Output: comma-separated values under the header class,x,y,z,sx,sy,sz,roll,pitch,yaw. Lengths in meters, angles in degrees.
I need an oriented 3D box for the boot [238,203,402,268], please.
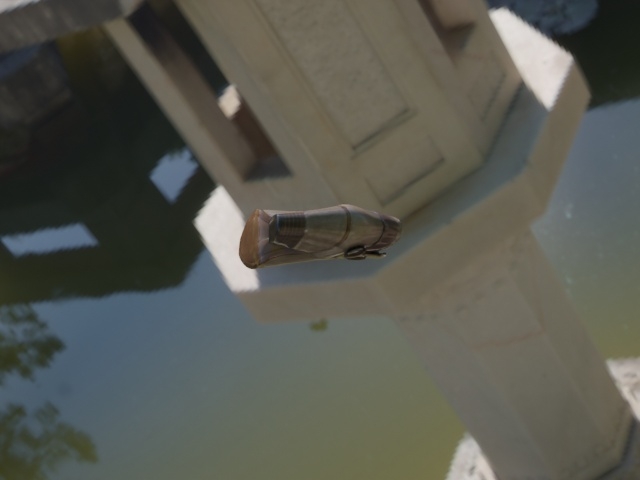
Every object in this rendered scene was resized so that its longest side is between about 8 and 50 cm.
class,x,y,z,sx,sy,sz,roll,pitch,yaw
boot,0.000,0.000,0.825,0.118,0.086,0.042,164,109,-70
